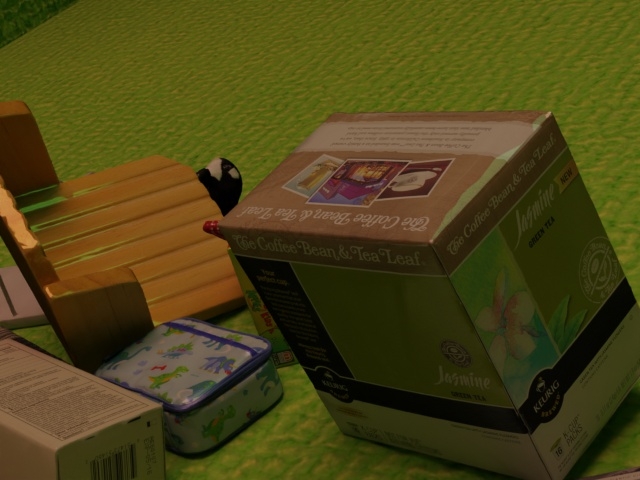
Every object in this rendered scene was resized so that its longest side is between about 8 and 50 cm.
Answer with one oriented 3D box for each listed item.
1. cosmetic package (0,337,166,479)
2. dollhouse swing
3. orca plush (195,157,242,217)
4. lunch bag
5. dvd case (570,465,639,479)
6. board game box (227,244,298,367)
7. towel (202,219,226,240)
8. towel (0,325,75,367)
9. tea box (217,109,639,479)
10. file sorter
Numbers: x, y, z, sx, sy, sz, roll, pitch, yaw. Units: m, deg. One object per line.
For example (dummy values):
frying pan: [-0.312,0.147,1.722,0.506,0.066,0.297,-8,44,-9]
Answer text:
cosmetic package: [-0.343,0.224,1.676,0.309,0.113,0.160,16,24,42]
dollhouse swing: [-0.280,-0.040,1.930,0.305,0.315,0.346,-27,60,-14]
orca plush: [-0.170,-0.022,2.181,0.102,0.151,0.287,20,30,7]
lunch bag: [-0.165,0.175,1.772,0.176,0.090,0.219,-32,28,-33]
dvd case: [0.244,0.294,1.312,0.165,0.018,0.221,-13,24,12]
board game box: [-0.069,0.064,1.819,0.043,0.181,0.092,-15,24,9]
towel: [0.000,0.000,1.915,0.275,0.031,0.199,1,-8,16]
towel: [-0.511,0.241,1.939,0.324,0.056,0.312,-31,30,-30]
tea box: [0.124,0.049,1.495,0.329,0.323,0.220,6,44,48]
file sorter: [-0.472,0.018,2.218,0.278,0.173,0.193,-10,25,20]
